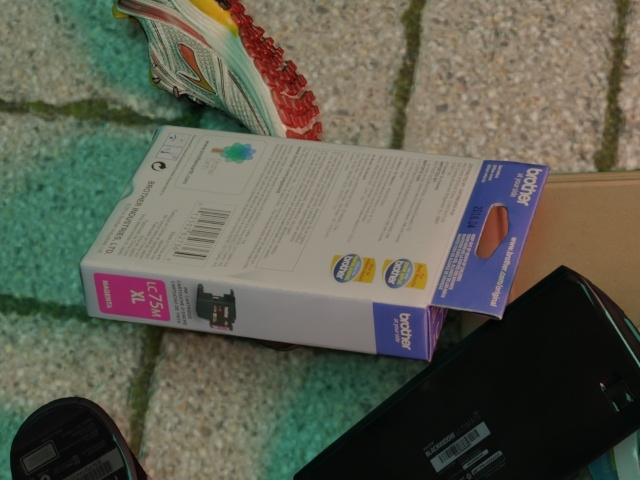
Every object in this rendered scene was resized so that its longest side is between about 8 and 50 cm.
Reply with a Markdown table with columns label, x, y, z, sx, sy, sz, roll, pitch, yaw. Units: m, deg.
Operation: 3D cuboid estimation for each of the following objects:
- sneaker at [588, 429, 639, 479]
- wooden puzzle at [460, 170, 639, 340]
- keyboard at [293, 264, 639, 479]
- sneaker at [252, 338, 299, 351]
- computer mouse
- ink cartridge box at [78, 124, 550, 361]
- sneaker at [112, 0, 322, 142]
| label | x | y | z | sx | sy | sz | roll | pitch | yaw |
| --- | --- | --- | --- | --- | --- | --- | --- | --- | --- |
| sneaker | 0.276 | 0.131 | 1.326 | 0.208 | 0.319 | 0.127 | -2 | 68 | 14 |
| wooden puzzle | 0.221 | 0.020 | 1.461 | 0.238 | 0.044 | 0.221 | -6 | 36 | 6 |
| keyboard | 0.124 | 0.176 | 1.372 | 0.317 | 0.033 | 0.201 | -41 | 71 | 34 |
| sneaker | -0.088 | 0.017 | 1.525 | 0.188 | 0.071 | 0.066 | 28 | 76 | 14 |
| computer mouse | -0.175 | 0.260 | 1.465 | 0.184 | 0.060 | 0.262 | -37 | 70 | 7 |
| ink cartridge box | 0.000 | 0.000 | 1.444 | 0.311 | 0.065 | 0.186 | 5 | 38 | 16 |
| sneaker | -0.082 | -0.137 | 1.582 | 0.093 | 0.088 | 0.225 | -42 | 73 | 17 |
